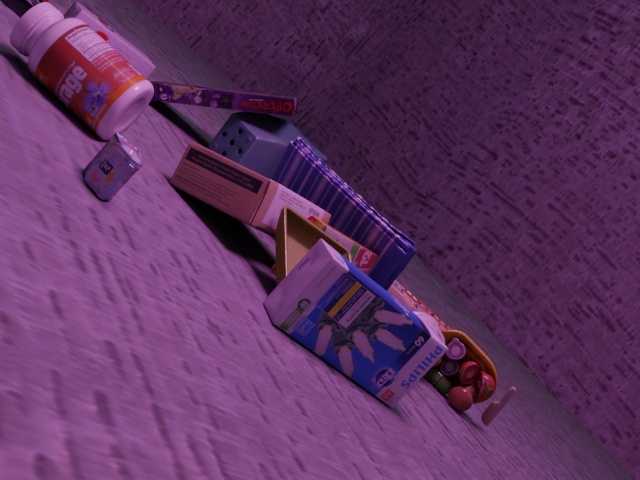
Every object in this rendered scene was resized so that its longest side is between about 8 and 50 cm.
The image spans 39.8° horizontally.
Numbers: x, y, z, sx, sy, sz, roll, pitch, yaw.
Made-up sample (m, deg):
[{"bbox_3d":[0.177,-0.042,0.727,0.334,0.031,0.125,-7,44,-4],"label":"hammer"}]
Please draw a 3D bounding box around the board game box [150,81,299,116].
[{"bbox_3d":[-0.227,-0.334,2.079,0.346,0.056,0.208,6,14,0],"label":"board game box"}]

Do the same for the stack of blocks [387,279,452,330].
[{"bbox_3d":[0.200,0.182,1.933,0.297,0.087,0.171,43,8,7],"label":"stack of blocks"}]

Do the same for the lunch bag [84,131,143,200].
[{"bbox_3d":[-0.273,-0.096,1.166,0.053,0.071,0.083,39,9,-31],"label":"lunch bag"}]

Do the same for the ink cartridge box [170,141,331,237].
[{"bbox_3d":[-0.118,-0.071,1.559,0.193,0.088,0.234,26,-2,29],"label":"ink cartridge box"}]

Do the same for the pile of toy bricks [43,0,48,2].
[{"bbox_3d":[-0.669,-0.648,2.061,0.118,0.105,0.212,33,12,-50],"label":"pile of toy bricks"}]

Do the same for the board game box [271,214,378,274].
[{"bbox_3d":[0.012,0.042,1.622,0.039,0.124,0.259,37,4,34],"label":"board game box"}]

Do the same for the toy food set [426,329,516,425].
[{"bbox_3d":[0.277,0.274,1.759,0.218,0.128,0.071,45,36,11],"label":"toy food set"}]

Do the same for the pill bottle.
[{"bbox_3d":[-0.381,-0.271,1.401,0.216,0.121,0.121,42,8,1],"label":"pill bottle"}]

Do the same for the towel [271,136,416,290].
[{"bbox_3d":[0.027,-0.027,1.805,0.336,0.243,0.040,44,49,13],"label":"towel"}]

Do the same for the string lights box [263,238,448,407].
[{"bbox_3d":[0.056,0.129,1.344,0.259,0.133,0.077,38,8,-26],"label":"string lights box"}]

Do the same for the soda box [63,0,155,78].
[{"bbox_3d":[-0.475,-0.431,1.961,0.216,0.074,0.069,36,10,-41],"label":"soda box"}]

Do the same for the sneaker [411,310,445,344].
[{"bbox_3d":[0.146,0.197,1.619,0.305,0.114,0.152,26,31,-50],"label":"sneaker"}]

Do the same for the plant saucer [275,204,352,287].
[{"bbox_3d":[-0.016,0.063,1.462,0.188,0.045,0.188,36,40,-42],"label":"plant saucer"}]

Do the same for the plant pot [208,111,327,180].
[{"bbox_3d":[-0.140,-0.204,2.108,0.166,0.165,0.234,47,17,29],"label":"plant pot"}]

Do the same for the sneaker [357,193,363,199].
[{"bbox_3d":[0.011,-0.103,2.086,0.123,0.109,0.295,46,10,22],"label":"sneaker"}]

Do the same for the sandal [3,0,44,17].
[{"bbox_3d":[-0.559,-0.454,1.745,0.254,0.054,0.097,43,8,2],"label":"sandal"}]
